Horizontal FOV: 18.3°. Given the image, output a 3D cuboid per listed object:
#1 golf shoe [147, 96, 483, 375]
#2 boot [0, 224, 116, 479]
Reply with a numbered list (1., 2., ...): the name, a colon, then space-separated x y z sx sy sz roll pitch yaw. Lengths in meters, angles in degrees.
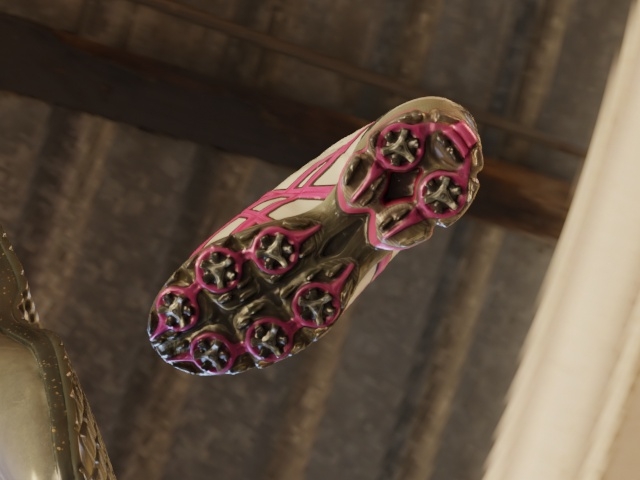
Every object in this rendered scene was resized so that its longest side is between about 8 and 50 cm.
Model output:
1. golf shoe: 0.000 0.000 0.952 0.186 0.086 0.067 -34 -81 9
2. boot: -0.187 0.089 0.891 0.161 0.246 0.083 -23 -58 -11
